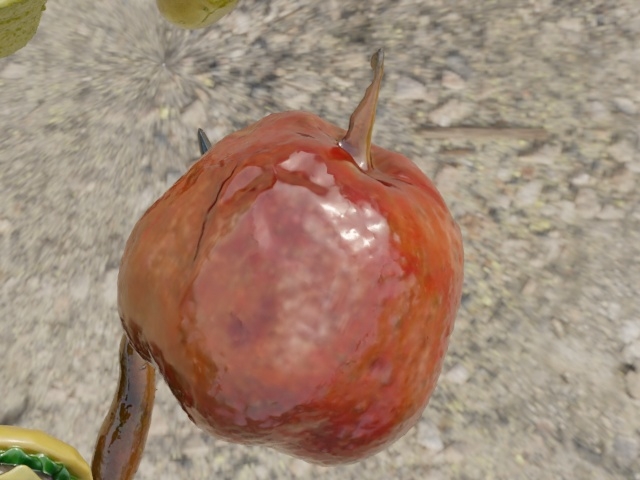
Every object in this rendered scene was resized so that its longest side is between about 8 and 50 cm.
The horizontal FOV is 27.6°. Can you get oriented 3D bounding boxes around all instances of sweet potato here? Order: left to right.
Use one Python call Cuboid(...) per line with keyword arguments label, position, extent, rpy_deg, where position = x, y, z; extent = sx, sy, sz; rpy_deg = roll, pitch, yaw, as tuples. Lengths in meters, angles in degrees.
Cuboid(label="sweet potato", position=(-0.212, 0.199, 1.426), extent=(0.057, 0.057, 0.264), rpy_deg=(14, 104, -8))

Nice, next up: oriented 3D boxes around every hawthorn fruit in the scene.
Cuboid(label="hawthorn fruit", position=(0.000, 0.000, 0.790), extent=(0.207, 0.207, 0.243), rpy_deg=(21, 106, -9))

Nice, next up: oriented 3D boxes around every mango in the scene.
Cuboid(label="mango", position=(-0.130, -0.286, 1.470), extent=(0.076, 0.161, 0.103), rpy_deg=(40, 79, -27))

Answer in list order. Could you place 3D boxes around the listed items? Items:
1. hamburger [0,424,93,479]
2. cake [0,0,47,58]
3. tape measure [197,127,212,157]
Cuboid(label="hamburger", position=(-0.266, 0.223, 1.073), extent=(0.162, 0.115, 0.162), rpy_deg=(-3, 140, -3))
Cuboid(label="cake", position=(-0.407, -0.295, 1.352), extent=(0.261, 0.156, 0.179), rpy_deg=(7, 62, -17))
Cuboid(label="tape measure", position=(-0.028, 0.011, 1.613), extent=(0.098, 0.215, 0.351), rpy_deg=(-25, 102, -43))
